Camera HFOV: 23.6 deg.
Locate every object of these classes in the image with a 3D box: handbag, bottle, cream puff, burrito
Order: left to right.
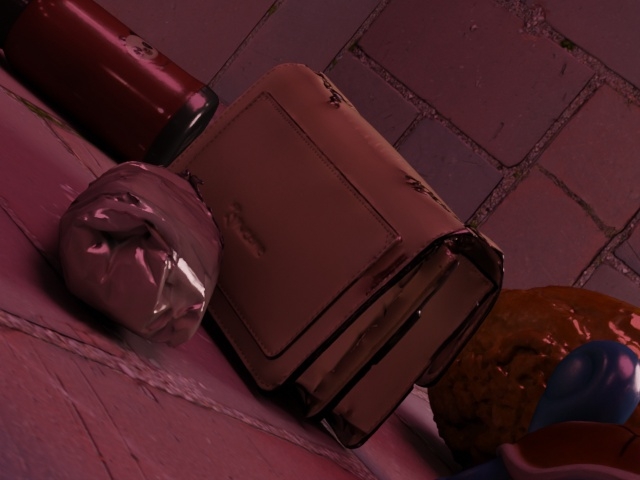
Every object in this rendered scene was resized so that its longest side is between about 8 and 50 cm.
[{"bbox_3d":[-0.297,-0.231,1.955,0.336,0.144,0.144,39,5,1],"label":"bottle"},{"bbox_3d":[-0.152,-0.007,1.353,0.139,0.101,0.445,35,6,-8],"label":"burrito"},{"bbox_3d":[0.000,0.000,1.498,0.160,0.237,0.358,35,11,-41],"label":"handbag"},{"bbox_3d":[0.280,0.208,1.735,0.327,0.231,0.343,12,-31,35],"label":"cream puff"}]

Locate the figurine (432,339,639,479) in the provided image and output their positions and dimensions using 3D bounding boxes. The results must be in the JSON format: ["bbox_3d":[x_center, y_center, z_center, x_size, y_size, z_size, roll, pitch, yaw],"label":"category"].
[{"bbox_3d":[0.255,0.258,1.349,0.298,0.243,0.416,46,6,-24],"label":"figurine"}]
